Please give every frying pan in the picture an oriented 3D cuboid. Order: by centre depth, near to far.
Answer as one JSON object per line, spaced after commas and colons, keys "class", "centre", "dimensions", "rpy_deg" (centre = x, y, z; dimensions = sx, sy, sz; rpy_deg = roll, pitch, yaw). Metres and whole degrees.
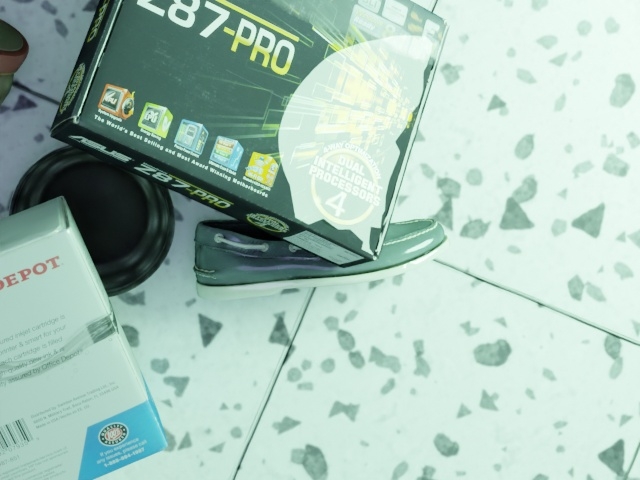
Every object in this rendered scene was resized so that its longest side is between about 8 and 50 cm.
{"class": "frying pan", "centre": [-0.289, 0.034, 1.691], "dimensions": [0.197, 0.053, 0.326], "rpy_deg": [11, 107, -10]}

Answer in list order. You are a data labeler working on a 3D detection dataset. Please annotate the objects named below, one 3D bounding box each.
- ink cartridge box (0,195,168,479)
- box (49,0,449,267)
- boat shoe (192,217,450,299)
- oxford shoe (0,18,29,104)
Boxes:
{"class": "ink cartridge box", "centre": [-0.341, 0.135, 1.622], "dimensions": [0.223, 0.129, 0.307], "rpy_deg": [-22, 114, -5]}
{"class": "box", "centre": [-0.070, -0.187, 1.588], "dimensions": [0.395, 0.097, 0.318], "rpy_deg": [25, 71, -22]}
{"class": "boat shoe", "centre": [0.000, 0.000, 1.705], "dimensions": [0.320, 0.116, 0.099], "rpy_deg": [-9, 103, -4]}
{"class": "oxford shoe", "centre": [-0.516, -0.222, 1.569], "dimensions": [0.348, 0.123, 0.130], "rpy_deg": [19, 121, -17]}
